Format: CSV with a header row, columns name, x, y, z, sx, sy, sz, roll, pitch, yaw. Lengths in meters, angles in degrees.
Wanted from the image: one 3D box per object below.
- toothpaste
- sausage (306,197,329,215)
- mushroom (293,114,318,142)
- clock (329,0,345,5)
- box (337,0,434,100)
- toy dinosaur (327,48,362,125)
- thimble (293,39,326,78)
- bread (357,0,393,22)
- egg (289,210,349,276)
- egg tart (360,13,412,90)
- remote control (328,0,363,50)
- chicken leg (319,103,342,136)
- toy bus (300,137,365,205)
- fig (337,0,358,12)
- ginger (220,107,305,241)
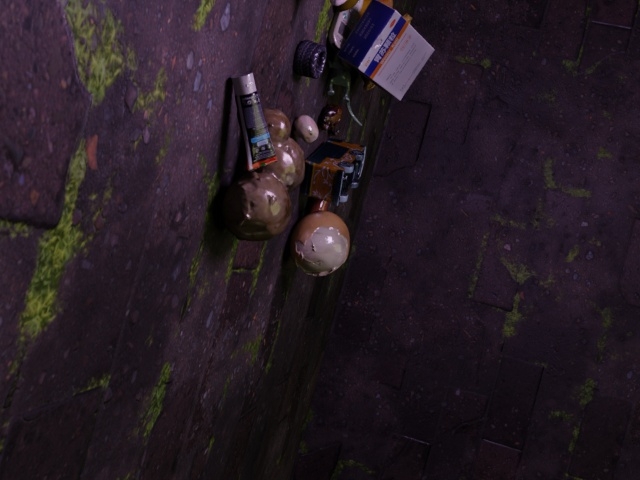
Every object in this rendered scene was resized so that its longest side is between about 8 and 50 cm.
name,x,y,z,sx,sy,sz,roll,pitch,yaw
toothpaste,-0.140,-0.239,1.252,0.071,0.045,0.194,-25,116,-26
sausage,-0.002,-0.147,2.223,0.077,0.077,0.194,64,43,-75
mushroom,-0.044,-0.319,1.771,0.084,0.067,0.084,59,17,-31
clock,0.098,-0.756,1.387,0.377,0.250,0.368,91,17,-51
box,0.213,-0.594,1.952,0.200,0.106,0.299,-56,149,12
toy dinosaur,0.070,-0.491,2.058,0.383,0.076,0.129,78,29,-51
thimble,-0.026,-0.480,1.636,0.104,0.066,0.095,34,73,-79
bread,0.157,-0.716,2.067,0.268,0.145,0.268,19,90,-82
egg,0.000,0.000,2.091,0.244,0.201,0.201,-78,176,-52
egg tart,0.227,-0.732,2.372,0.341,0.129,0.341,-63,-178,4
remote control,0.077,-0.689,1.908,0.078,0.042,0.221,28,75,-43
chicken leg,0.040,-0.415,2.134,0.253,0.051,0.106,-3,113,-80
toy bus,0.048,-0.241,2.100,0.275,0.167,0.139,-51,154,-56
fig,0.077,-0.721,1.838,0.088,0.074,0.074,-53,-174,38
ginger,-0.124,-0.141,1.404,0.244,0.155,0.304,61,36,-66
